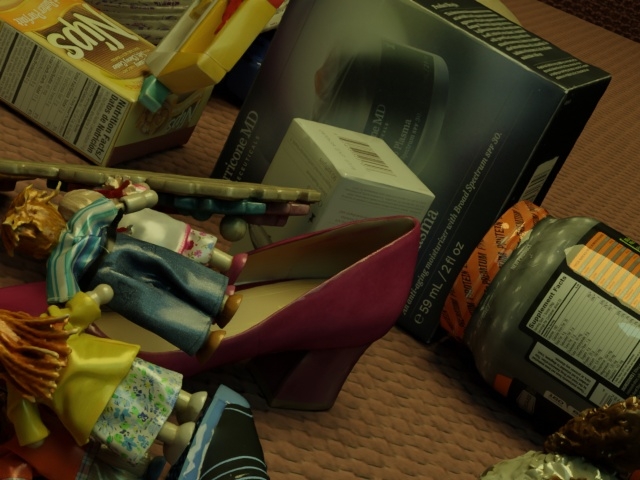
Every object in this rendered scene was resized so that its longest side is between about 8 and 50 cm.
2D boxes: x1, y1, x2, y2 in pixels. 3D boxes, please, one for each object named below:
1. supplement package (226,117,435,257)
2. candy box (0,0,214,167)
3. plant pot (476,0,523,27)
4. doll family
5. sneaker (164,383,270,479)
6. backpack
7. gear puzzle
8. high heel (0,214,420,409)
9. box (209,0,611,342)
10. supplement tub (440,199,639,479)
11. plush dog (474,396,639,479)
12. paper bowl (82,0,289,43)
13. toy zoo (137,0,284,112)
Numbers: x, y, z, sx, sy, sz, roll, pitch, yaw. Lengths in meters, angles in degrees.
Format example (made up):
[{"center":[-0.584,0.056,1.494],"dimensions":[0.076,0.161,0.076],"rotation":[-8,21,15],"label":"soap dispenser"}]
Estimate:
[{"center":[0.000,0.000,1.206],"dimensions":[0.105,0.179,0.105],"rotation":[11,27,-36],"label":"supplement package"},{"center":[-0.293,-0.203,1.454],"dimensions":[0.316,0.088,0.183],"rotation":[32,22,13],"label":"candy box"},{"center":[0.097,-0.158,1.641],"dimensions":[0.256,0.256,0.274],"rotation":[32,37,14],"label":"plant pot"},{"center":[-0.143,0.045,0.881],"dimensions":[0.163,0.118,0.263],"rotation":[27,56,-11],"label":"doll family"},{"center":[-0.059,0.183,0.870],"dimensions":[0.090,0.081,0.232],"rotation":[27,28,-7],"label":"sneaker"},{"center":[-0.094,-0.232,1.739],"dimensions":[0.120,0.098,0.101],"rotation":[36,27,21],"label":"backpack"},{"center":[-0.183,-0.038,1.119],"dimensions":[0.339,0.044,0.175],"rotation":[7,3,25],"label":"gear puzzle"},{"center":[-0.096,0.031,1.020],"dimensions":[0.377,0.181,0.127],"rotation":[6,30,-42],"label":"high heel"},{"center":[0.083,-0.106,1.389],"dimensions":[0.294,0.296,0.182],"rotation":[33,23,17],"label":"box"},{"center":[0.282,0.107,1.274],"dimensions":[0.316,0.194,0.193],"rotation":[35,23,19],"label":"supplement tub"},{"center":[0.183,0.235,0.888],"dimensions":[0.225,0.262,0.210],"rotation":[45,-7,18],"label":"plush dog"},{"center":[-0.177,-0.347,1.700],"dimensions":[0.284,0.148,0.284],"rotation":[0,21,0],"label":"paper bowl"},{"center":[-0.078,-0.242,1.329],"dimensions":[0.030,0.293,0.192],"rotation":[40,-8,-22],"label":"toy zoo"}]
